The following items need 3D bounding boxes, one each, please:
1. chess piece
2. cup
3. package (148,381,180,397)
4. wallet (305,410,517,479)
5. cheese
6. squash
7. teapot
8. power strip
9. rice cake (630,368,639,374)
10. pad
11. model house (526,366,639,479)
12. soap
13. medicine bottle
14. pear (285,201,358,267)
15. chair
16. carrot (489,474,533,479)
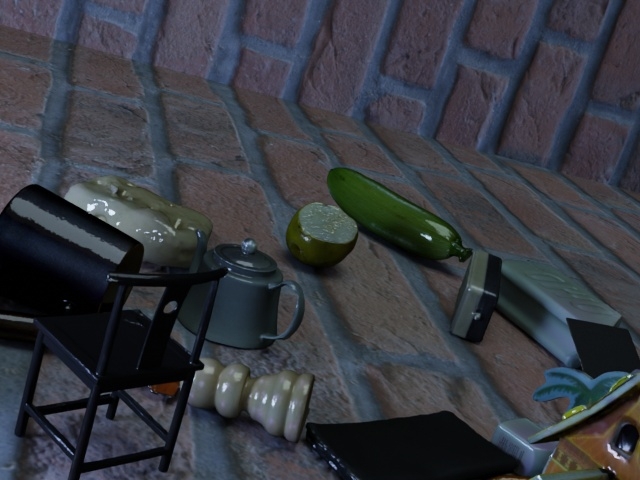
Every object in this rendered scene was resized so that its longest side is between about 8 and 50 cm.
[{"bbox_3d":[-0.099,0.201,1.319,0.170,0.094,0.094,11,17,5],"label":"chess piece"},{"bbox_3d":[-0.374,0.062,1.422,0.177,0.239,0.166,25,-24,3],"label":"cup"},{"bbox_3d":[-0.232,0.173,1.343,0.110,0.033,0.077,31,-6,-4],"label":"package"},{"bbox_3d":[0.121,0.282,1.367,0.285,0.030,0.146,2,27,-39],"label":"wallet"},{"bbox_3d":[-0.314,-0.035,1.778,0.263,0.093,0.159,25,20,18],"label":"cheese"},{"bbox_3d":[0.165,-0.050,2.254,0.395,0.107,0.107,31,22,30],"label":"squash"},{"bbox_3d":[-0.118,0.069,1.568,0.239,0.149,0.162,30,20,34],"label":"teapot"},{"bbox_3d":[0.297,0.103,1.937,0.070,0.105,0.257,18,18,5],"label":"power strip"},{"bbox_3d":[0.538,0.301,1.635,0.106,0.050,0.298,36,22,5],"label":"rice cake"},{"bbox_3d":[0.515,0.230,1.788,0.143,0.003,0.211,11,45,-20],"label":"pad"},{"bbox_3d":[0.271,0.251,1.122,0.300,0.323,0.340,5,22,-37],"label":"model house"},{"bbox_3d":[0.472,0.142,2.008,0.173,0.095,0.289,6,21,-30],"label":"soap"},{"bbox_3d":[0.305,0.303,1.435,0.074,0.055,0.118,3,22,-47],"label":"medicine bottle"},{"bbox_3d":[0.000,0.000,1.965,0.141,0.104,0.141,9,42,-8],"label":"pear"},{"bbox_3d":[-0.222,0.125,1.117,0.154,0.260,0.141,-2,27,-47],"label":"chair"},{"bbox_3d":[0.297,0.338,1.369,0.142,0.035,0.035,14,17,6],"label":"carrot"}]
